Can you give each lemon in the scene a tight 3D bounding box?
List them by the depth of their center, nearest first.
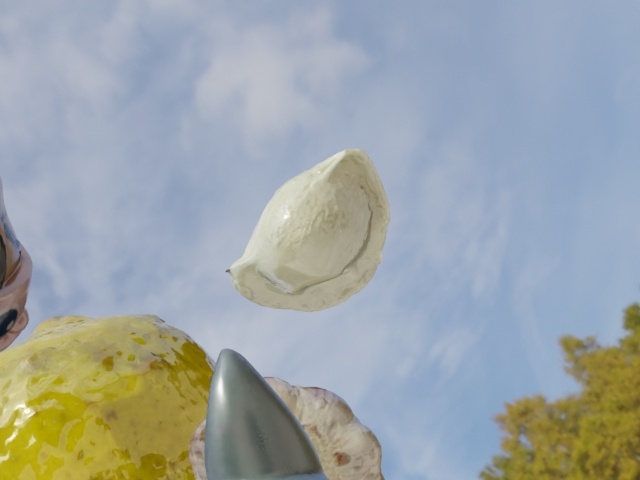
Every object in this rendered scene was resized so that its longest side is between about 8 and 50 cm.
[{"bbox_3d":[-0.226,0.261,1.060,0.350,0.350,0.387,-9,-103,-48],"label":"lemon"}]

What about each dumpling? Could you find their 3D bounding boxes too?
[{"bbox_3d":[0.003,-0.003,1.237,0.166,0.126,0.215,35,-101,-26],"label":"dumpling"}]

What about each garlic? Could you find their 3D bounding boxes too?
[{"bbox_3d":[-0.025,0.182,0.780,0.147,0.159,0.102,-59,0,-20],"label":"garlic"}]

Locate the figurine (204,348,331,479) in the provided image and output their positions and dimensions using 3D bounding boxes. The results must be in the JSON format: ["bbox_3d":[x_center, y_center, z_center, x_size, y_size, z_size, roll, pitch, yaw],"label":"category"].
[{"bbox_3d":[-0.007,0.206,0.440,0.140,0.193,0.265,-28,-47,-2],"label":"figurine"}]

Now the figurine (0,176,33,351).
[{"bbox_3d":[-0.336,-0.021,0.763,0.186,0.287,0.176,-44,9,22],"label":"figurine"}]
